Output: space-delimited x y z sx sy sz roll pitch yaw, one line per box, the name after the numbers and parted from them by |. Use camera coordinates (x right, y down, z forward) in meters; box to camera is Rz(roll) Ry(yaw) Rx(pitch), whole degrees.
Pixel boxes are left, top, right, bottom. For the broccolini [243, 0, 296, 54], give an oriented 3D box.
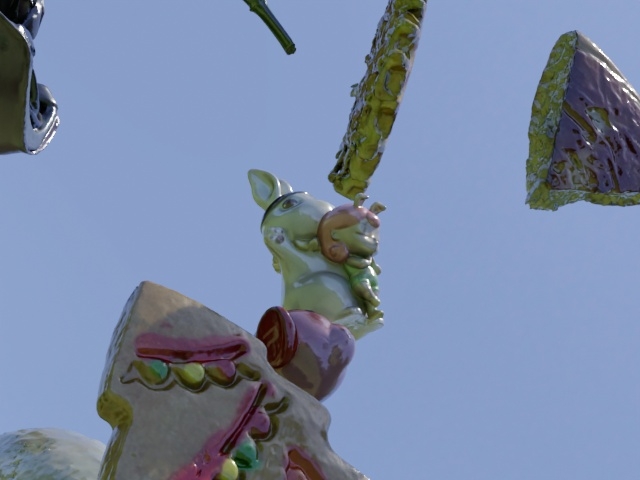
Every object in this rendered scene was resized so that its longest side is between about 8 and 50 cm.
-0.096 -0.267 1.578 0.218 0.042 0.044 55 -42 18 | broccolini

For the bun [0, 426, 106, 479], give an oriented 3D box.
-0.208 0.321 1.144 0.360 0.211 0.360 41 -39 45 | bun

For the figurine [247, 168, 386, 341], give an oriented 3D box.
0.005 0.003 1.148 0.081 0.098 0.146 64 14 -65 | figurine

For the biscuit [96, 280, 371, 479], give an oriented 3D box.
-0.055 0.130 0.912 0.041 0.212 0.239 -35 -104 45 | biscuit

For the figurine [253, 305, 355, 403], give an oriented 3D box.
-0.018 0.080 1.033 0.083 0.071 0.067 -24 -109 45 | figurine

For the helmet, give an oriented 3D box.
-0.378 -0.237 1.554 0.271 0.197 0.338 97 -18 -79 | helmet

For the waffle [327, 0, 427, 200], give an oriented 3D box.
0.067 -0.175 1.661 0.052 0.254 0.245 18 -53 -3 | waffle

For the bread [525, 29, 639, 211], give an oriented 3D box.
0.196 -0.090 1.157 0.054 0.154 0.136 -19 -101 51 | bread
